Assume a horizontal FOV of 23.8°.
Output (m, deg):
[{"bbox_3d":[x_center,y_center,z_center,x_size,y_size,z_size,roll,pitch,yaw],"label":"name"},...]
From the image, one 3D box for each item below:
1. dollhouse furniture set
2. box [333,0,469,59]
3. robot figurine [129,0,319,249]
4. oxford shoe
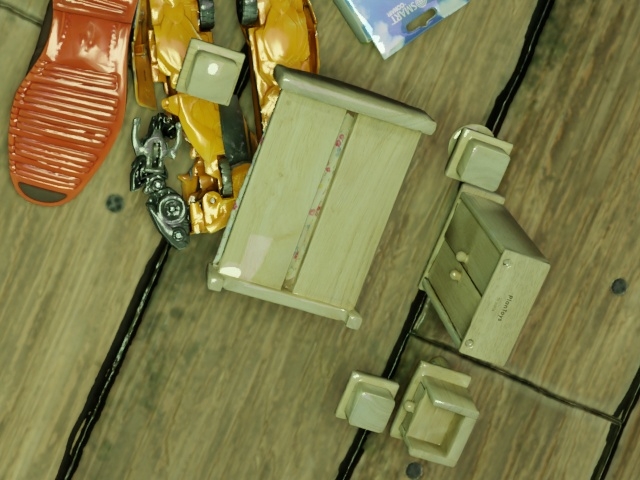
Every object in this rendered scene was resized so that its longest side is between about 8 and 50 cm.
[{"bbox_3d":[0.000,0.000,1.367,0.356,0.174,0.303,17,107,-14],"label":"dollhouse furniture set"},{"bbox_3d":[0.049,-0.272,1.437,0.109,0.042,0.178,-35,101,-8],"label":"box"},{"bbox_3d":[-0.079,-0.129,1.396,0.211,0.085,0.291,-7,95,-12],"label":"robot figurine"},{"bbox_3d":[-0.213,-0.161,1.363,0.097,0.098,0.271,17,109,-11],"label":"oxford shoe"}]
